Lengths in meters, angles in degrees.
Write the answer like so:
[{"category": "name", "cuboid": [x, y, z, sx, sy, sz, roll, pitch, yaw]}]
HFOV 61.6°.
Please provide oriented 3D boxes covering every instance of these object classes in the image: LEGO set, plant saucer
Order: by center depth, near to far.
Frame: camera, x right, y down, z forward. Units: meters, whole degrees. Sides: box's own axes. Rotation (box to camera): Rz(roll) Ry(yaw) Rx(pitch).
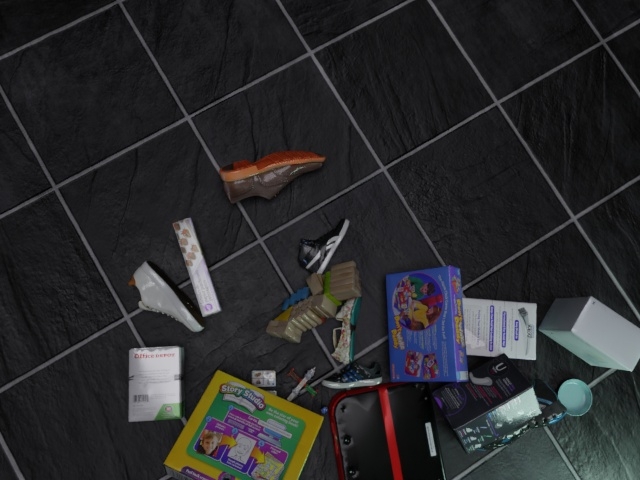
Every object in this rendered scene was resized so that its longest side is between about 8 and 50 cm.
[{"category": "LEGO set", "cuboid": [-0.095, 0.505, 1.732, 0.244, 0.060, 0.183, -3, 85, 4]}, {"category": "plant saucer", "cuboid": [0.851, 0.526, 1.805, 0.119, 0.021, 0.120, 1, 81, -4]}]

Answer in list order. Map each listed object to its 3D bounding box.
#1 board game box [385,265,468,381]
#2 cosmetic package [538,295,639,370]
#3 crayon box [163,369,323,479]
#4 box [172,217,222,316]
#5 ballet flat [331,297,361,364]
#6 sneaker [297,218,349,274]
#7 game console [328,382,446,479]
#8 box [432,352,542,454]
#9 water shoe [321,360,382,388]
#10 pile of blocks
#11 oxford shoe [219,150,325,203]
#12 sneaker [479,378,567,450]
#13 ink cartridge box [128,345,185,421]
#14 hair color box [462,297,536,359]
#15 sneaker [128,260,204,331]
[{"category": "board game box", "cuboid": [0.331, 0.268, 1.696, 0.233, 0.078, 0.348, -11, 73, 38]}, {"category": "cosmetic package", "cuboid": [0.879, 0.299, 1.741, 0.224, 0.225, 0.138, 34, 80, 2]}, {"category": "crayon box", "cuboid": [-0.218, 0.599, 1.579, 0.362, 0.106, 0.313, 22, 51, 8]}, {"category": "box", "cuboid": [-0.402, 0.088, 1.756, 0.063, 0.067, 0.324, -19, 82, -7]}, {"category": "ballet flat", "cuboid": [0.081, 0.281, 1.757, 0.077, 0.091, 0.241, 5, 76, 19]}, {"category": "sneaker", "cuboid": [0.000, 0.000, 1.793, 0.121, 0.079, 0.217, 30, 81, -1]}, {"category": "game console", "cuboid": [0.216, 0.661, 1.724, 0.341, 0.060, 0.387, -8, 82, -11]}, {"category": "box", "cuboid": [0.515, 0.506, 1.671, 0.270, 0.165, 0.143, -29, 121, 1]}, {"category": "water shoe", "cuboid": [0.099, 0.433, 1.740, 0.203, 0.073, 0.080, -1, 80, -14]}, {"category": "pile of blocks", "cuboid": [-0.009, 0.207, 1.749, 0.362, 0.112, 0.149, -34, 43, 10]}, {"category": "oxford shoe", "cuboid": [-0.154, -0.218, 1.816, 0.363, 0.130, 0.133, -14, 115, -13]}, {"category": "sneaker", "cuboid": [0.615, 0.573, 1.750, 0.340, 0.125, 0.140, -21, 56, -5]}, {"category": "ink cartridge box", "cuboid": [-0.508, 0.442, 1.675, 0.160, 0.092, 0.220, -1, 81, -5]}, {"category": "hair color box", "cuboid": [0.531, 0.287, 1.776, 0.338, 0.110, 0.185, 5, 81, -2]}, {"category": "sneaker", "cuboid": [-0.496, 0.205, 1.720, 0.290, 0.106, 0.123, 44, 90, 11]}]
